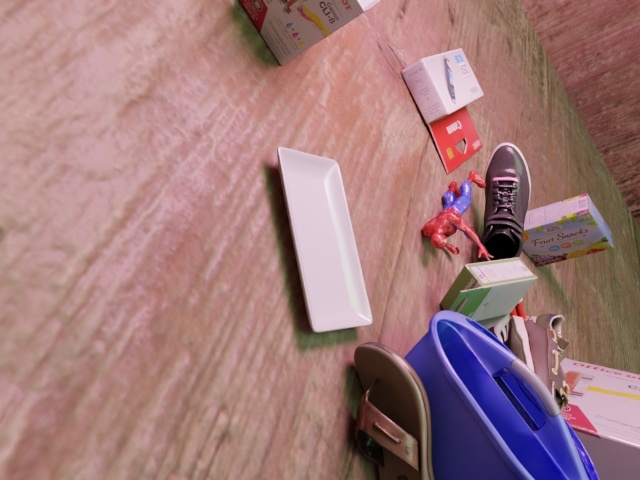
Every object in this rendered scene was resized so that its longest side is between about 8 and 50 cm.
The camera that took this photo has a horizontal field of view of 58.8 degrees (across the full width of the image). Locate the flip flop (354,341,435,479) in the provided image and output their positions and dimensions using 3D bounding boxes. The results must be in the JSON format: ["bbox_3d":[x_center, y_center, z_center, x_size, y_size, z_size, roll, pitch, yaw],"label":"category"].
[{"bbox_3d":[0.090,0.278,0.775,0.080,0.112,0.277,0,78,-37],"label":"flip flop"}]

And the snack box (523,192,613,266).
[{"bbox_3d":[0.640,-0.022,1.513,0.174,0.207,0.070,41,45,-34],"label":"snack box"}]

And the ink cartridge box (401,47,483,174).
[{"bbox_3d":[0.330,-0.326,1.388,0.296,0.066,0.261,-36,101,-52],"label":"ink cartridge box"}]

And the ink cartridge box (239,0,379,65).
[{"bbox_3d":[-0.009,-0.388,0.894,0.128,0.176,0.127,55,38,-17],"label":"ink cartridge box"}]

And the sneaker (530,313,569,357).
[{"bbox_3d":[0.555,0.257,1.372,0.064,0.086,0.192,43,44,-31],"label":"sneaker"}]

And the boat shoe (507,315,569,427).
[{"bbox_3d":[0.407,0.259,1.054,0.324,0.097,0.116,-66,167,-61],"label":"boat shoe"}]

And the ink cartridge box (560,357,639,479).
[{"bbox_3d":[0.585,0.391,1.160,0.385,0.279,0.160,-9,105,-54],"label":"ink cartridge box"}]

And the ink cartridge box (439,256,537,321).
[{"bbox_3d":[0.300,0.099,1.077,0.209,0.109,0.062,-6,46,-33],"label":"ink cartridge box"}]

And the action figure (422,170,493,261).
[{"bbox_3d":[0.297,-0.031,1.178,0.139,0.091,0.280,53,38,-5],"label":"action figure"}]

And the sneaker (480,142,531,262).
[{"bbox_3d":[0.408,-0.069,1.246,0.147,0.105,0.295,-16,109,-73],"label":"sneaker"}]

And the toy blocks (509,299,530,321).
[{"bbox_3d":[0.434,0.177,1.285,0.123,0.054,0.148,-27,95,-54],"label":"toy blocks"}]

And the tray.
[{"bbox_3d":[0.000,0.000,0.842,0.145,0.030,0.270,3,71,-50],"label":"tray"}]

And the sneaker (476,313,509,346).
[{"bbox_3d":[0.335,0.220,1.137,0.217,0.079,0.121,-38,124,-63],"label":"sneaker"}]

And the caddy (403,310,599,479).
[{"bbox_3d":[0.259,0.260,0.838,0.241,0.179,0.341,6,42,-50],"label":"caddy"}]
